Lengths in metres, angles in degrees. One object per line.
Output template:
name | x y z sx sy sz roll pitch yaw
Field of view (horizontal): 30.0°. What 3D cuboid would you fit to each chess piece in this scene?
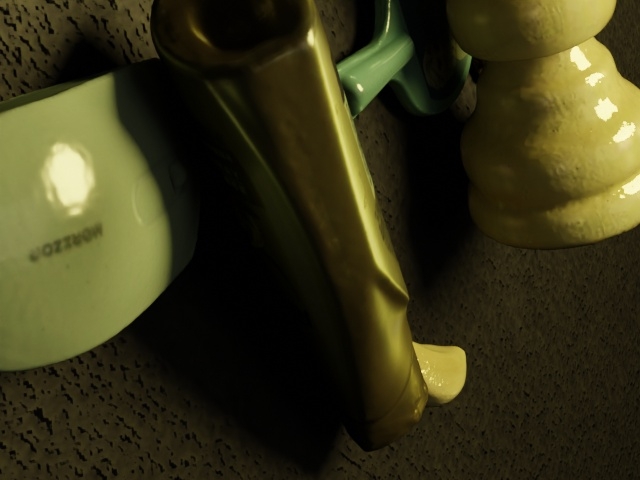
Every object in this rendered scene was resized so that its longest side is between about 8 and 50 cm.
chess piece | 0.165 -0.160 0.897 0.167 0.167 0.299 -46 130 -45

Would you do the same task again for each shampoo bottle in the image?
shampoo bottle | 0.000 0.000 0.725 0.084 0.125 0.350 -28 135 -6

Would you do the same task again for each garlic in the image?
garlic | 0.083 0.101 0.916 0.083 0.041 0.053 20 69 -46

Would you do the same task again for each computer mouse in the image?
computer mouse | -0.118 -0.016 0.596 0.231 0.079 0.128 -36 123 -54

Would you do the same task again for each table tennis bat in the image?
table tennis bat | 0.063 -0.152 0.892 0.237 0.038 0.149 -46 130 -48

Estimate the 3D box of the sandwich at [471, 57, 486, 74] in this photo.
sandwich | 0.154 -0.231 1.038 0.079 0.113 0.163 10 47 -54
